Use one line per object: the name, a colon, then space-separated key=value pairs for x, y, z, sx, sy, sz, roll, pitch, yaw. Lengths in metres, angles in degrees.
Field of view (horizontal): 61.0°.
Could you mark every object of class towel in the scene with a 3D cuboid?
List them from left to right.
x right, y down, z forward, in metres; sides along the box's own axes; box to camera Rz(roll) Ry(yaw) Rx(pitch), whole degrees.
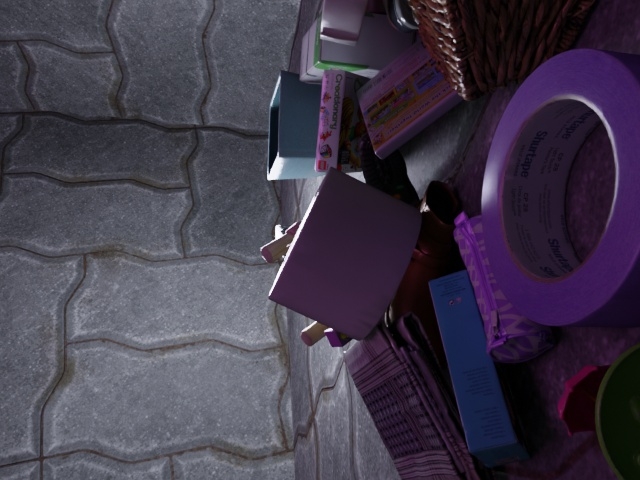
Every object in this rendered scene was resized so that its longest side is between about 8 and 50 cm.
towel: x=0.145 y=0.293 z=0.901 sx=0.312 sy=0.056 sz=0.324 roll=65 pitch=159 yaw=16

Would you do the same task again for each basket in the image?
basket: x=0.247 y=-0.345 z=0.737 sx=0.299 sy=0.223 sz=0.213 roll=-102 pitch=-13 yaw=-48

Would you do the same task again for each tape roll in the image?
tape roll: x=0.037 y=0.022 z=0.907 sx=0.246 sy=0.169 sz=0.246 roll=-155 pitch=90 yaw=-86
tape roll: x=0.072 y=-0.532 z=0.915 sx=0.392 sy=0.071 sz=0.392 roll=-168 pitch=90 yaw=-88
tape roll: x=0.272 y=-0.049 z=0.560 sx=0.275 sy=0.090 sz=0.275 roll=-178 pitch=90 yaw=-78

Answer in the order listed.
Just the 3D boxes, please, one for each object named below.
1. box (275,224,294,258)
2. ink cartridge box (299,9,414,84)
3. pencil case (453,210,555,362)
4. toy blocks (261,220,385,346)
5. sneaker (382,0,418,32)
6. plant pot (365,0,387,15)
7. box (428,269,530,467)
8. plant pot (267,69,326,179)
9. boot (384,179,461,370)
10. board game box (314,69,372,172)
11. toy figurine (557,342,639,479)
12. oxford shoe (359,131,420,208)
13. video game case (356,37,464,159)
box: x=0.000 y=0.000 z=1.497 sx=0.183 sy=0.230 sz=0.056 roll=-128 pitch=39 yaw=-73
ink cartridge box: x=0.074 y=-0.447 z=1.297 sx=0.289 sy=0.211 sz=0.122 roll=-143 pitch=56 yaw=-75
pencil case: x=0.233 y=0.060 z=0.715 sx=0.086 sy=0.088 sz=0.206 roll=126 pitch=149 yaw=-43
toy blocks: x=0.086 y=0.066 z=1.212 sx=0.309 sy=0.260 sz=0.289 roll=-11 pitch=106 yaw=54
sneaker: x=0.174 y=-0.574 z=1.063 sx=0.127 sy=0.126 sz=0.321 roll=-142 pitch=56 yaw=-73
plant pot: x=0.127 y=-0.589 z=1.243 sx=0.167 sy=0.166 sz=0.165 roll=-143 pitch=49 yaw=-76
box: x=0.214 y=0.170 z=0.745 sx=0.100 sy=0.060 sz=0.244 roll=48 pitch=-152 yaw=-48
plant pot: x=-0.014 y=-0.318 z=1.584 sx=0.248 sy=0.252 sz=0.247 roll=144 pitch=127 yaw=-74
boot: x=0.193 y=0.056 z=0.930 sx=0.284 sy=0.109 sz=0.220 roll=-89 pitch=14 yaw=-46
board game box: x=0.086 y=-0.245 z=1.160 sx=0.305 sy=0.053 sz=0.193 roll=-18 pitch=-64 yaw=-61
toy figurine: x=0.284 y=0.171 z=0.482 sx=0.159 sy=0.130 sz=0.173 roll=84 pitch=162 yaw=-80
oxford shoe: x=0.133 y=-0.116 z=1.052 sx=0.096 sy=0.082 sz=0.227 roll=-95 pitch=-21 yaw=-59
video game case: x=0.169 y=-0.269 z=0.937 sx=0.227 sy=0.026 sz=0.206 roll=-35 pitch=39 yaw=23
